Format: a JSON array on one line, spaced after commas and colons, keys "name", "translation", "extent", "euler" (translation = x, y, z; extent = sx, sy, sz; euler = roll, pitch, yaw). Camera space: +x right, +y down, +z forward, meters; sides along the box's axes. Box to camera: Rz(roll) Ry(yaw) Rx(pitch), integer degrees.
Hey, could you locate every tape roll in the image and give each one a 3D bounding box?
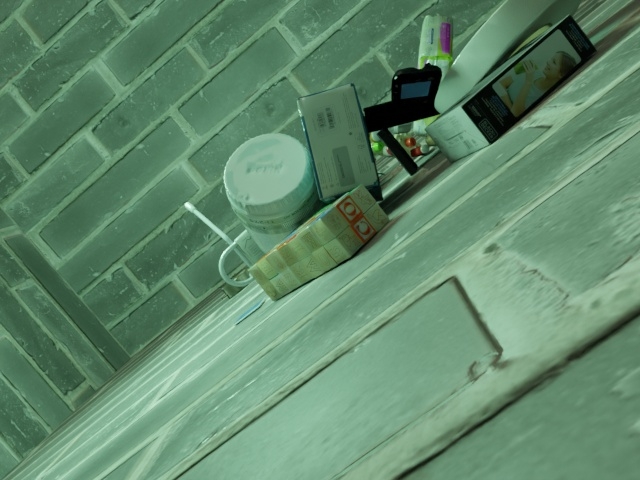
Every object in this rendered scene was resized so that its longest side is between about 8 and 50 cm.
[{"name": "tape roll", "translation": [0.416, -0.417, 1.343], "extent": [0.392, 0.072, 0.392], "euler": [-41, -13, -12]}]

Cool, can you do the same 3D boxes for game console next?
[{"name": "game console", "translation": [0.203, -0.332, 1.410], "extent": [0.213, 0.044, 0.361], "euler": [-14, -5, 5]}]

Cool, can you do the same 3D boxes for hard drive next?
[{"name": "hard drive", "translation": [0.195, -0.225, 1.511], "extent": [0.022, 0.135, 0.094], "euler": [-39, 4, 18]}]

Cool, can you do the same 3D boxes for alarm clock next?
[{"name": "alarm clock", "translation": [-0.286, 0.140, 2.207], "extent": [0.192, 0.064, 0.129], "euler": [-36, 5, 2]}]

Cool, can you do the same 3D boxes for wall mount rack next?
[{"name": "wall mount rack", "translation": [-0.178, -0.054, 1.632], "extent": [0.350, 0.304, 0.130], "euler": [-44, 16, -16]}]

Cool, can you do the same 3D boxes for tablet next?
[{"name": "tablet", "translation": [-0.161, 0.163, 1.366], "extent": [0.083, 0.006, 0.054], "euler": [-38, 5, 20]}]

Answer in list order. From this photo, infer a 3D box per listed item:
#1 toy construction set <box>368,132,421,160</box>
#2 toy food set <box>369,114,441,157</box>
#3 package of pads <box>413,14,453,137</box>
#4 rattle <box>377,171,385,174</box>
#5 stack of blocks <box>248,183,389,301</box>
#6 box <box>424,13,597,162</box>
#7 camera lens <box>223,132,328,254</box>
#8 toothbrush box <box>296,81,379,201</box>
[{"name": "toy construction set", "translation": [0.147, -0.254, 1.892], "extent": [0.327, 0.215, 0.151], "euler": [-26, 35, 45]}, {"name": "toy food set", "translation": [0.261, -0.292, 1.674], "extent": [0.232, 0.111, 0.104], "euler": [-8, 3, -5]}, {"name": "package of pads", "translation": [0.342, -0.487, 1.820], "extent": [0.297, 0.101, 0.229], "euler": [85, -167, -49]}, {"name": "rattle", "translation": [0.142, -0.252, 2.177], "extent": [0.130, 0.143, 0.200], "euler": [-21, -4, -7]}, {"name": "stack of blocks", "translation": [0.000, 0.000, 1.178], "extent": [0.171, 0.087, 0.297], "euler": [-42, 6, -37]}, {"name": "box", "translation": [0.352, -0.281, 1.134], "extent": [0.290, 0.087, 0.169], "euler": [-40, 5, -11]}, {"name": "camera lens", "translation": [-0.090, -0.093, 1.432], "extent": [0.219, 0.219, 0.274], "euler": [-40, -31, -9]}, {"name": "toothbrush box", "translation": [0.053, -0.191, 1.328], "extent": [0.126, 0.216, 0.295], "euler": [-14, -3, 8]}]
